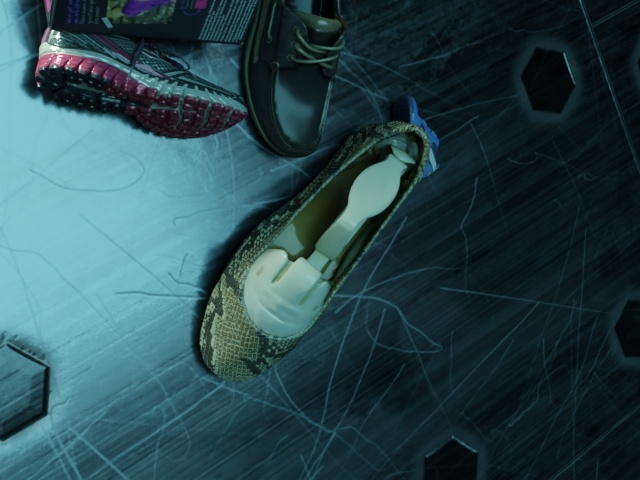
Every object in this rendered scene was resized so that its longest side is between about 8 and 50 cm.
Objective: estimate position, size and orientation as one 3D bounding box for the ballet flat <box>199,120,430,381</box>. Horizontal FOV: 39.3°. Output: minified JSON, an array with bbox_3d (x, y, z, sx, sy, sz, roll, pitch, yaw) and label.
[{"bbox_3d":[0.000,0.000,1.317,0.164,0.182,0.483,42,74,-11],"label":"ballet flat"}]

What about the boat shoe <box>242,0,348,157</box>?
[{"bbox_3d":[-0.034,-0.301,1.317,0.132,0.130,0.356,-3,93,-27],"label":"boat shoe"}]

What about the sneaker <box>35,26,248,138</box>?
[{"bbox_3d":[-0.231,-0.226,1.230,0.299,0.121,0.112,17,63,-32],"label":"sneaker"}]

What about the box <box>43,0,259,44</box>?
[{"bbox_3d":[-0.222,-0.371,1.177,0.270,0.143,0.165,-1,57,-27],"label":"box"}]

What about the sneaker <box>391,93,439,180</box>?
[{"bbox_3d":[0.158,-0.171,1.467,0.059,0.053,0.144,-21,110,-25],"label":"sneaker"}]
